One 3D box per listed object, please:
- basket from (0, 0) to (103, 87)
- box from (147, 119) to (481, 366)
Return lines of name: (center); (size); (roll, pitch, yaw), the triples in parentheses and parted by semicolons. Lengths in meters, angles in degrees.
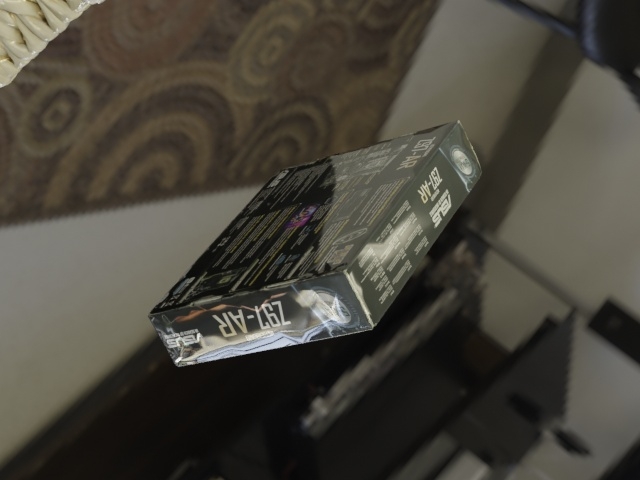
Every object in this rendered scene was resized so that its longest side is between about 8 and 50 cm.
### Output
basket: (-0.154, -0.161, 0.728); (0.103, 0.167, 0.113); (-42, -164, 39)
box: (0.000, 0.000, 0.474); (0.018, 0.067, 0.083); (63, 36, -19)
